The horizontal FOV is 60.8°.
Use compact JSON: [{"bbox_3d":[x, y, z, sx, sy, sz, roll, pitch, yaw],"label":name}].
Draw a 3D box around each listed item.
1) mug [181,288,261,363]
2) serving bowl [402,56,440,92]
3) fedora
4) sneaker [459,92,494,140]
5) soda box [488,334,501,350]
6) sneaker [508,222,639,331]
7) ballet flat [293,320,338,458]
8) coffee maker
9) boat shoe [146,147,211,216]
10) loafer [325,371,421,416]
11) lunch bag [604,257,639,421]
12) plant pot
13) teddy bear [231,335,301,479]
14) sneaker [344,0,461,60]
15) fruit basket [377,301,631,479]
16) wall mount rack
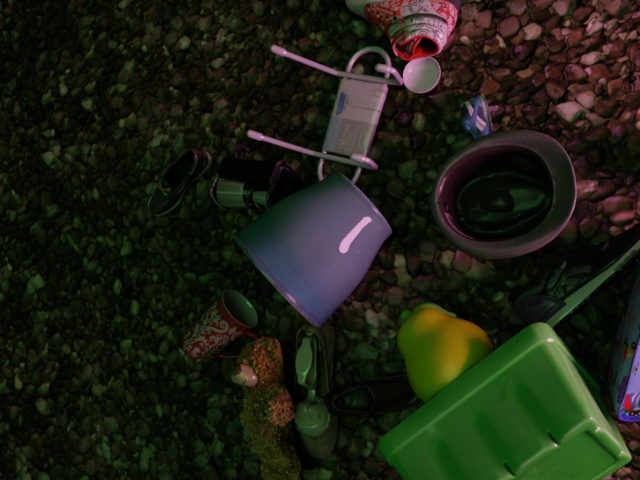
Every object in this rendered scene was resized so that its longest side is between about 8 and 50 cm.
[{"bbox_3d":[-0.238,0.227,1.310,0.169,0.113,0.150,-42,70,18],"label":"mug"},{"bbox_3d":[0.226,-0.364,1.208,0.083,0.027,0.083,-2,85,23],"label":"serving bowl"},{"bbox_3d":[0.361,-0.083,1.074,0.275,0.124,0.244,-18,76,29],"label":"fedora"},{"bbox_3d":[0.330,-0.233,1.142,0.059,0.053,0.144,-12,72,21],"label":"sneaker"},{"bbox_3d":[0.338,0.284,1.085,0.058,0.063,0.183,-9,82,21],"label":"soda box"},{"bbox_3d":[0.479,0.050,1.028,0.283,0.107,0.124,-46,65,13],"label":"sneaker"},{"bbox_3d":[-0.023,0.332,1.210,0.107,0.106,0.316,-5,84,22],"label":"ballet flat"},{"bbox_3d":[-0.152,-0.149,1.289,0.178,0.120,0.171,7,90,30],"label":"coffee maker"},{"bbox_3d":[-0.384,-0.155,1.425,0.228,0.068,0.081,-45,71,13],"label":"boat shoe"},{"bbox_3d":[0.119,0.332,1.142,0.220,0.078,0.080,-14,80,0],"label":"loafer"},{"bbox_3d":[0.562,0.136,0.911,0.138,0.221,0.293,2,90,22],"label":"lunch bag"},{"bbox_3d":[0.000,0.000,1.160,0.255,0.271,0.272,-43,71,-1],"label":"plant pot"},{"bbox_3d":[-0.124,0.388,1.202,0.113,0.245,0.338,-9,103,-17],"label":"teddy bear"},{"bbox_3d":[0.158,-0.482,1.197,0.270,0.090,0.145,15,73,20],"label":"sneaker"},{"bbox_3d":[0.281,0.287,0.975,0.392,0.283,0.392,-33,34,25],"label":"fruit basket"},{"bbox_3d":[0.013,-0.299,1.238,0.304,0.130,0.350,17,91,24],"label":"wall mount rack"}]
